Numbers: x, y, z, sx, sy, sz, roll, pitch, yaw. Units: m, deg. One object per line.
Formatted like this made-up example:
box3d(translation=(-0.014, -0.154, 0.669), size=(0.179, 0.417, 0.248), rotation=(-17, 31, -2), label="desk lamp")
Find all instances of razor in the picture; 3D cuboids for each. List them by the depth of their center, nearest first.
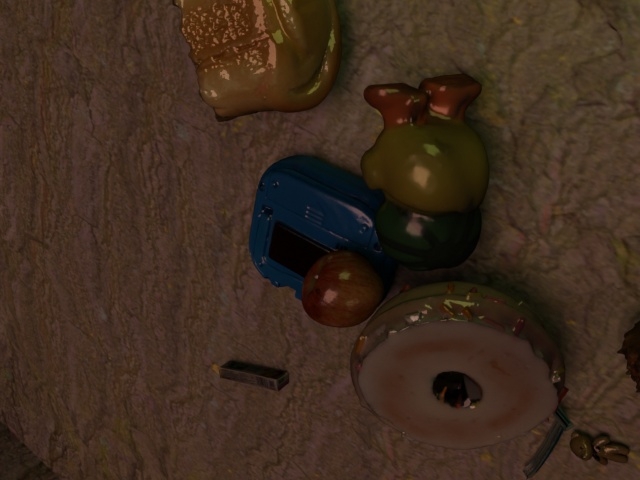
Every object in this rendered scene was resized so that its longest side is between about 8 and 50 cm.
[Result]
box3d(translation=(0.441, 0.397, 1.052), size=(0.068, 0.037, 0.191), rotation=(-116, 29, -55), label="razor")

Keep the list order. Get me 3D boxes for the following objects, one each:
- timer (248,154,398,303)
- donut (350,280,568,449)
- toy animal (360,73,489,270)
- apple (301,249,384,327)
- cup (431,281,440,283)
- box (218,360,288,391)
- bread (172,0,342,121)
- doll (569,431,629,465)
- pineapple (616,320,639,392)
box3d(translation=(0.000, 0.000, 1.138), size=(0.340, 0.115, 0.309), rotation=(27, 125, 21), label="timer")
box3d(translation=(0.244, 0.225, 0.985), size=(0.383, 0.142, 0.382), rotation=(6, 126, 8), label="donut")
box3d(translation=(0.183, -0.095, 0.901), size=(0.191, 0.216, 0.338), rotation=(-122, 23, -60), label="toy animal")
box3d(translation=(0.042, 0.090, 0.995), size=(0.131, 0.146, 0.146), rotation=(21, 129, -21), label="apple")
box3d(translation=(0.240, 0.143, 1.073), size=(0.074, 0.102, 0.099), rotation=(-114, 36, -46), label="cup")
box3d(translation=(-0.182, 0.361, 1.448), size=(0.207, 0.050, 0.041), rotation=(1, 106, 34), label="box")
box3d(translation=(-0.101, -0.392, 0.992), size=(0.270, 0.211, 0.315), rotation=(-6, 114, 27), label="bread")
box3d(translation=(0.517, 0.386, 1.003), size=(0.093, 0.051, 0.061), rotation=(-4, 108, 5), label="doll")
box3d(translation=(0.608, 0.275, 0.834), size=(0.165, 0.165, 0.364), rotation=(-26, 102, 38), label="pineapple")
